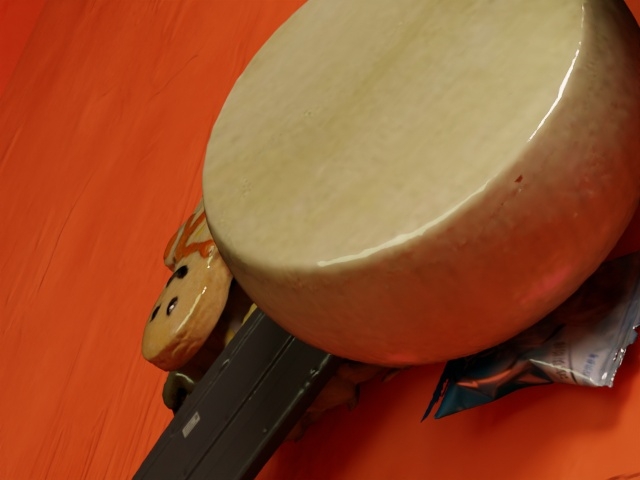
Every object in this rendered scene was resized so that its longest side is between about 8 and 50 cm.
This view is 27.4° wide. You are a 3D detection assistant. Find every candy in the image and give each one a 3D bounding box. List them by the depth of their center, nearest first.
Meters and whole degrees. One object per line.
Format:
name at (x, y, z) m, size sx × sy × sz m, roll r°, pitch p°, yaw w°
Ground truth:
candy at (0.113, 0.050, 0.670) m, size 0.136 × 0.038 × 0.088 m, roll -19°, pitch 31°, yaw 47°

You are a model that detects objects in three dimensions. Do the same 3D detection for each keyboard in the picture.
keyboard at (-0.077, 0.135, 0.815) m, size 0.381 × 0.041 × 0.103 m, roll -48°, pitch 36°, yaw 11°

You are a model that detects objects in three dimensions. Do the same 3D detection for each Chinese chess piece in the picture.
Chinese chess piece at (0.056, -0.053, 0.700) m, size 0.250 × 0.101 × 0.250 m, roll -25°, pitch 42°, yaw 25°

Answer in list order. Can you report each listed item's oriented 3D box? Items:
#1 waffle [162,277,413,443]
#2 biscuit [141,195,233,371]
waffle at (0.000, 0.000, 0.914) m, size 0.297 × 0.073 × 0.317 m, roll -28°, pitch 40°, yaw 49°
biscuit at (-0.068, -0.015, 0.938) m, size 0.153 × 0.030 × 0.234 m, roll -18°, pitch 44°, yaw 62°
